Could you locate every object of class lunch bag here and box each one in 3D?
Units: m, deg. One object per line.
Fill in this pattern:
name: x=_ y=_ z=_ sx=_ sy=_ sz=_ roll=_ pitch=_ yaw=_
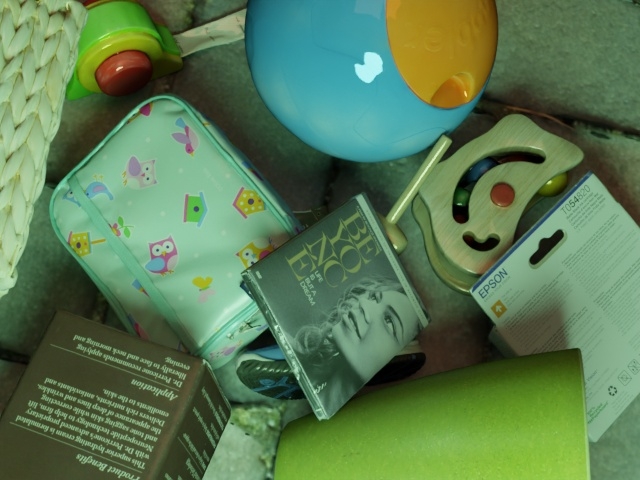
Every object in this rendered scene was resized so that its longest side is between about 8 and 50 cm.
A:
lunch bag: x=-0.151 y=-0.001 z=1.158 sx=0.224 sy=0.108 sz=0.279 roll=-41 pitch=73 yaw=5

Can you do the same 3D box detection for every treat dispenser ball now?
treat dispenser ball: x=0.057 y=-0.233 z=1.204 sx=0.288 sy=0.288 sz=0.288 roll=2 pitch=67 yaw=-5

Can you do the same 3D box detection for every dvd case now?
dvd case: x=0.024 y=0.060 z=1.092 sx=0.221 sy=0.018 sz=0.165 roll=-35 pitch=99 yaw=-50

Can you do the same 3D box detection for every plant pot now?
plant pot: x=0.111 y=0.244 z=1.044 sx=0.293 sy=0.275 sz=0.275 roll=-2 pitch=67 yaw=11

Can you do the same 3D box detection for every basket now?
basket: x=-0.425 y=-0.094 z=1.058 sx=0.266 sy=0.328 sz=0.331 roll=18 pitch=63 yaw=-22

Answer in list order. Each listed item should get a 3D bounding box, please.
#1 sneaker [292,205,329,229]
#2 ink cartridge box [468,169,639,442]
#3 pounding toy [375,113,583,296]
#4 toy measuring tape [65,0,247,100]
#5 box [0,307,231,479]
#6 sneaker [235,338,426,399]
sneaker: x=0.000 y=0.000 z=1.221 sx=0.192 sy=0.064 sz=0.086 roll=19 pitch=72 yaw=6
ink cartridge box: x=0.298 y=0.073 z=1.200 sx=0.223 sy=0.045 sz=0.224 roll=-41 pitch=95 yaw=-19
pounding toy: x=0.189 y=-0.040 z=1.208 sx=0.269 sy=0.155 sz=0.154 roll=-34 pitch=73 yaw=-14
toy measuring tape: x=-0.193 y=-0.257 z=1.285 sx=0.330 sy=0.121 sz=0.121 roll=-22 pitch=71 yaw=-14
box: x=-0.211 y=0.206 z=1.049 sx=0.168 sy=0.167 sz=0.203 roll=18 pitch=67 yaw=13
sneaker: x=0.007 y=0.121 z=1.173 sx=0.211 sy=0.080 sz=0.081 roll=-5 pitch=61 yaw=-18
